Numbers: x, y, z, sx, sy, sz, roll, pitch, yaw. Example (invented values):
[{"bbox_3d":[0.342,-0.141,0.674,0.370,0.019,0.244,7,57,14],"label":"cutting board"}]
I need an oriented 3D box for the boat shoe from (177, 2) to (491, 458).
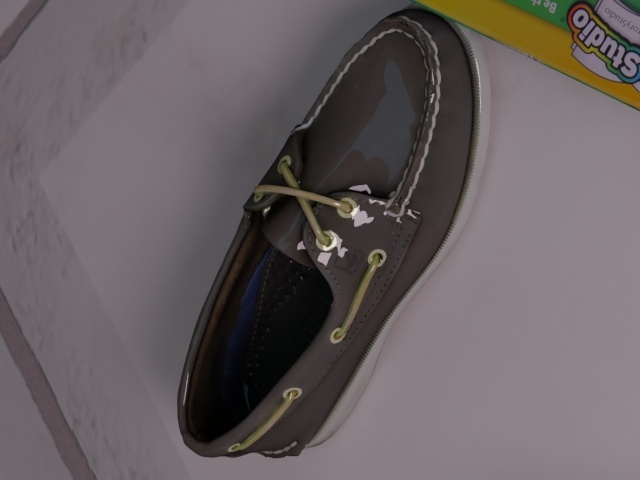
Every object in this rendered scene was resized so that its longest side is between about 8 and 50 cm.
[{"bbox_3d":[0.003,0.003,0.971,0.109,0.091,0.305,40,120,30],"label":"boat shoe"}]

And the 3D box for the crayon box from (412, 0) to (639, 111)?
[{"bbox_3d":[0.140,-0.171,0.836,0.278,0.081,0.165,32,116,34],"label":"crayon box"}]
